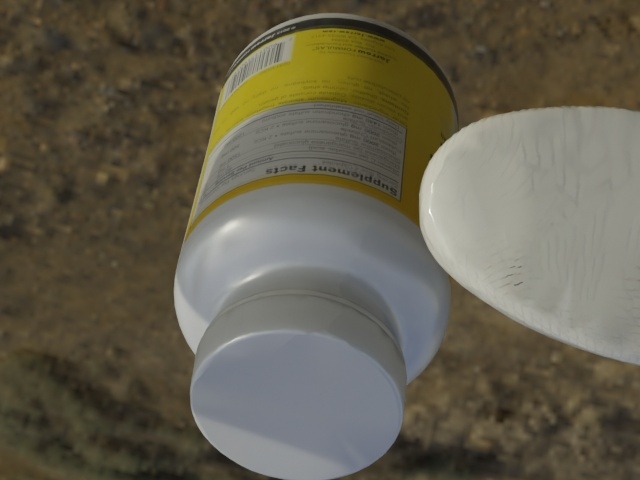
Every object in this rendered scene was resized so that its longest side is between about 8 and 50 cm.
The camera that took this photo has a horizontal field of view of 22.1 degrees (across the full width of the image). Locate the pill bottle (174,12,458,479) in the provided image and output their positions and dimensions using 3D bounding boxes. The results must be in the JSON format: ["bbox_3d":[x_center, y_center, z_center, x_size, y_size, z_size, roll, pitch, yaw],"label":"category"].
[{"bbox_3d":[0.000,0.000,0.630,0.103,0.184,0.103,3,130,4],"label":"pill bottle"}]

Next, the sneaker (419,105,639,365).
[{"bbox_3d":[0.125,0.012,0.549,0.212,0.080,0.094,10,167,-15],"label":"sneaker"}]
